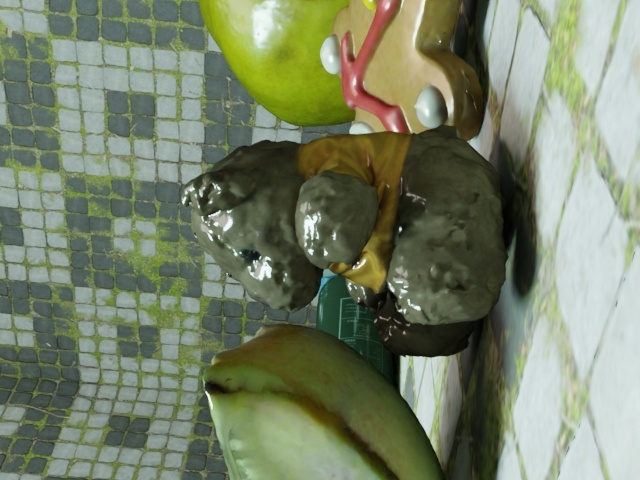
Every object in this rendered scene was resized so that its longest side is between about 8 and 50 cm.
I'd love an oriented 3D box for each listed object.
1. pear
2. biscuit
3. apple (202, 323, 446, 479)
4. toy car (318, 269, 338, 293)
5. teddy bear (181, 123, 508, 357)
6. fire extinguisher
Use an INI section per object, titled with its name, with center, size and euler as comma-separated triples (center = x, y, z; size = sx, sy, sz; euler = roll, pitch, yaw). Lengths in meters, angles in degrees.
[pear]
center = -0.002, -0.253, 0.901
size = 0.321, 0.269, 0.269
euler = 100, 175, -72
[biscuit]
center = 0.053, -0.149, 0.673
size = 0.216, 0.047, 0.339
euler = -126, 33, -52
[apple]
center = 0.025, 0.161, 0.552
size = 0.193, 0.120, 0.265
euler = -61, -43, -73
[toy car]
center = 0.000, 0.000, 1.535
size = 0.255, 0.188, 0.190
euler = 154, 113, -86
[teddy bear]
center = 0.014, -0.010, 0.525
size = 0.177, 0.190, 0.140
euler = 64, -148, -73
[fire extinguisher]
center = 0.042, 0.134, 1.009
size = 0.114, 0.095, 0.311
euler = 50, -148, -41
